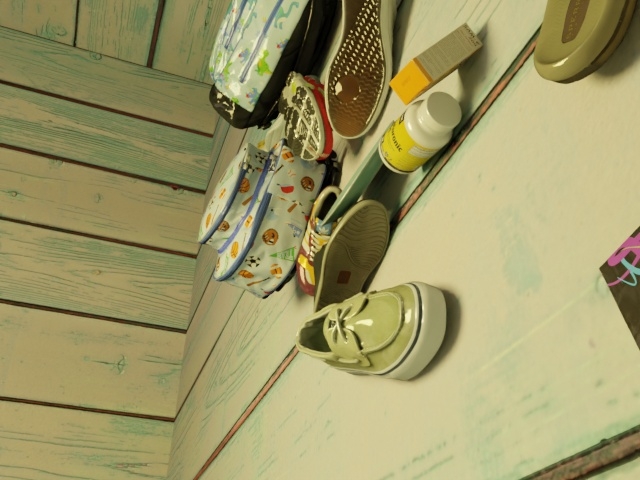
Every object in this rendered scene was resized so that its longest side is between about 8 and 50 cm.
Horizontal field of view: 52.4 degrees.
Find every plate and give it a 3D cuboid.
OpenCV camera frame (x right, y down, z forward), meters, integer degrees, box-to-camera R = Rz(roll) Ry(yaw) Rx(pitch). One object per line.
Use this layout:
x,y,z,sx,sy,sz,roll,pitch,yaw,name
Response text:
0.061,-0.093,0.956,0.188,0.024,0.188,-56,3,5,plate

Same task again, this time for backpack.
-0.101,-0.465,1.473,0.355,0.273,0.290,-46,-4,34,backpack
-0.108,-0.034,1.213,0.276,0.213,0.263,130,151,-57,backpack

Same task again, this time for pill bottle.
0.123,-0.133,0.802,0.116,0.065,0.065,137,142,-61,pill bottle

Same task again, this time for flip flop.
0.219,-0.269,0.547,0.112,0.080,0.277,173,114,-72,flip flop

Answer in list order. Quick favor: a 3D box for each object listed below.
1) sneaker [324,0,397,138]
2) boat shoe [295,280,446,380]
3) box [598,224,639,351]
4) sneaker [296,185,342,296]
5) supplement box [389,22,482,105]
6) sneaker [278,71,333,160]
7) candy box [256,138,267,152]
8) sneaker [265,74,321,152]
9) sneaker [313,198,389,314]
0.082,-0.312,1.068,0.123,0.106,0.290,-25,-55,-69,sneaker
0.050,0.119,0.804,0.302,0.094,0.109,137,142,-63,boat shoe
0.241,0.008,0.379,0.116,0.029,0.162,-94,24,-45,box
0.000,0.000,1.073,0.084,0.069,0.185,85,-166,-81,sneaker
0.136,-0.208,0.768,0.098,0.036,0.062,-38,1,-24,supplement box
0.001,-0.231,1.177,0.279,0.118,0.107,-104,30,-53,sneaker
-0.138,-0.135,1.645,0.159,0.071,0.233,-175,98,-74,candy box
-0.051,-0.269,1.467,0.091,0.094,0.258,-59,6,-31,sneaker
0.031,0.012,0.965,0.118,0.083,0.222,-101,28,-54,sneaker
